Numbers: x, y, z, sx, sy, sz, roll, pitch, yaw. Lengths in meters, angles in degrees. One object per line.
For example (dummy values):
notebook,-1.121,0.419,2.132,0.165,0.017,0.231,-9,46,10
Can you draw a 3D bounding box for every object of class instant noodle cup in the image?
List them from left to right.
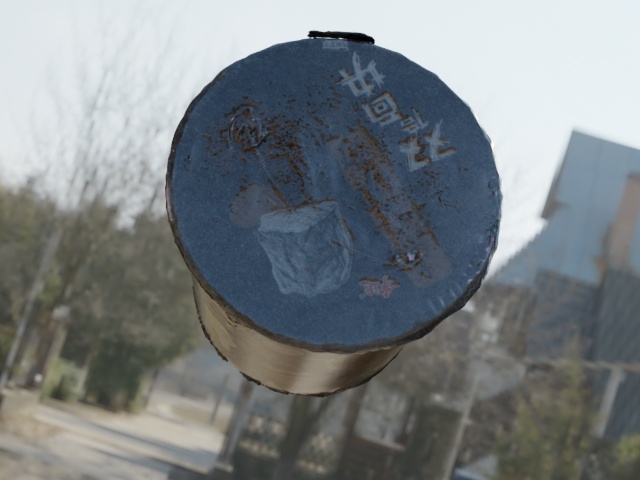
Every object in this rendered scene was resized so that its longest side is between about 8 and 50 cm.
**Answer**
instant noodle cup,0.000,0.000,1.001,0.217,0.217,0.207,18,-21,1
